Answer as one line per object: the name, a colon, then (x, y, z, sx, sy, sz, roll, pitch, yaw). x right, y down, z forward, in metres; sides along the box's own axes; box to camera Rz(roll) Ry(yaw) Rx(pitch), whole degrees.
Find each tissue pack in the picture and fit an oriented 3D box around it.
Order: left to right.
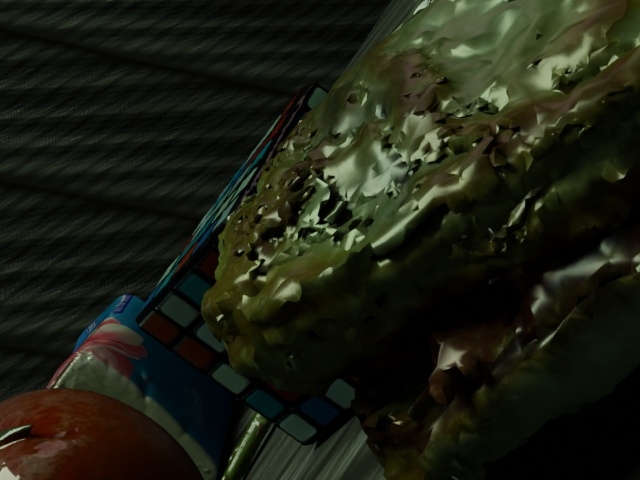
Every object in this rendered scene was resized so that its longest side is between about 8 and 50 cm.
tissue pack: (-0.196, 0.184, 1.472, 0.137, 0.209, 0.269, -44, 7, 8)

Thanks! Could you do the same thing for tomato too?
tomato: (-0.198, 0.250, 0.990, 0.265, 0.265, 0.265, -53, 7, 9)

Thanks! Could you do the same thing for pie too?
pie: (0.126, -0.074, 0.660, 0.418, 0.180, 0.395, -47, 6, 4)

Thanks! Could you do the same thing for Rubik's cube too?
Rubik's cube: (-0.008, 0.020, 1.048, 0.187, 0.184, 0.182, -48, 9, 46)

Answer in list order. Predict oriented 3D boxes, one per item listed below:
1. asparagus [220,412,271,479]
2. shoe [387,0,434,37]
asparagus: (-0.092, 0.235, 1.237, 0.248, 0.024, 0.025, -60, 2, -29)
shoe: (0.172, -0.325, 1.951, 0.227, 0.099, 0.112, -56, 13, 16)
